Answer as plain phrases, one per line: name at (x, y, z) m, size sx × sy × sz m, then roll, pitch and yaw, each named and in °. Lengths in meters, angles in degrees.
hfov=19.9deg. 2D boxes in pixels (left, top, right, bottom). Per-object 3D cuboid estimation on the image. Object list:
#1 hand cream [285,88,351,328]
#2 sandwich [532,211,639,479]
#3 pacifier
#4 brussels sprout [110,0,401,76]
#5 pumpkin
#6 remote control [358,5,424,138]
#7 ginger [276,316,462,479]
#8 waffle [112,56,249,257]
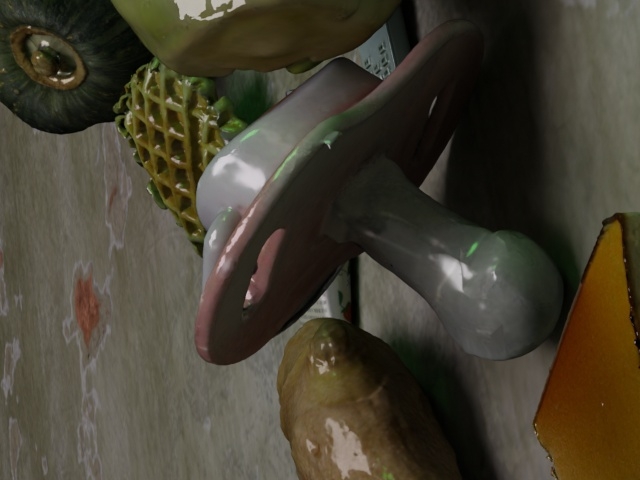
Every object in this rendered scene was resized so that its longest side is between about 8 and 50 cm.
hand cream at (0.000, 0.000, 1.652) m, size 0.095 × 0.059 × 0.276 m, roll -175°, pitch 81°, yaw -66°
sandwich at (0.190, 0.094, 1.176) m, size 0.162 × 0.058 × 0.193 m, roll 142°, pitch 123°, yaw -63°
pacifier at (0.036, -0.022, 1.317) m, size 0.273 × 0.332 × 0.220 m, roll 5°, pitch 125°, yaw 40°
brussels sprout at (-0.059, -0.278, 1.333) m, size 0.328 × 0.247 × 0.328 m, roll 7°, pitch 97°, yaw 62°
pumpkin at (-0.270, -0.275, 1.991) m, size 0.327 × 0.291 × 0.257 m, roll -28°, pitch 25°, yaw 46°
remote control at (0.062, -0.133, 1.529) m, size 0.061 × 0.029 × 0.162 m, roll 138°, pitch 123°, yaw -63°
ginger at (0.048, 0.179, 1.429) m, size 0.354 × 0.126 × 0.190 m, roll -121°, pitch 18°, yaw -45°
waffle at (-0.133, -0.089, 1.884) m, size 0.208 × 0.054 × 0.214 m, roll 59°, pitch 147°, yaw 4°
